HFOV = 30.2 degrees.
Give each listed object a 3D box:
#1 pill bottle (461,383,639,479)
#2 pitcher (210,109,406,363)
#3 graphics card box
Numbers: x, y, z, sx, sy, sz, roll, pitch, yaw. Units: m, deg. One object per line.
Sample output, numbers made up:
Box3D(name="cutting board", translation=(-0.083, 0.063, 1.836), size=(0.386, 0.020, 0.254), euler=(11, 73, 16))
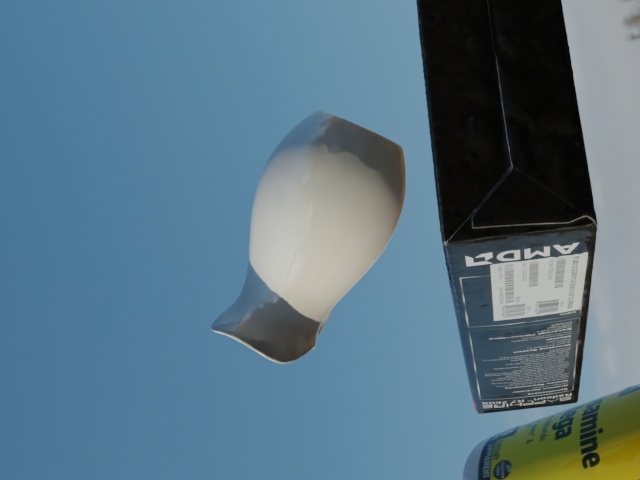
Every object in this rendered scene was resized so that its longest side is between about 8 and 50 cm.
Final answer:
Box3D(name="pill bottle", translation=(0.327, 0.245, 1.210), size=(0.188, 0.334, 0.188), euler=(35, -139, -38))
Box3D(name="pitcher", translation=(0.000, 0.000, 1.053), size=(0.207, 0.125, 0.178), euler=(-66, -16, 3))
Box3D(name="graphics card box", translation=(0.130, -0.036, 0.845), size=(0.371, 0.094, 0.233), euler=(65, -160, -64))
